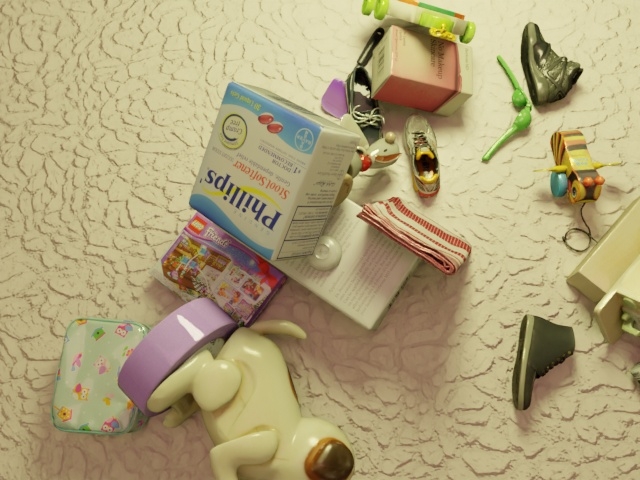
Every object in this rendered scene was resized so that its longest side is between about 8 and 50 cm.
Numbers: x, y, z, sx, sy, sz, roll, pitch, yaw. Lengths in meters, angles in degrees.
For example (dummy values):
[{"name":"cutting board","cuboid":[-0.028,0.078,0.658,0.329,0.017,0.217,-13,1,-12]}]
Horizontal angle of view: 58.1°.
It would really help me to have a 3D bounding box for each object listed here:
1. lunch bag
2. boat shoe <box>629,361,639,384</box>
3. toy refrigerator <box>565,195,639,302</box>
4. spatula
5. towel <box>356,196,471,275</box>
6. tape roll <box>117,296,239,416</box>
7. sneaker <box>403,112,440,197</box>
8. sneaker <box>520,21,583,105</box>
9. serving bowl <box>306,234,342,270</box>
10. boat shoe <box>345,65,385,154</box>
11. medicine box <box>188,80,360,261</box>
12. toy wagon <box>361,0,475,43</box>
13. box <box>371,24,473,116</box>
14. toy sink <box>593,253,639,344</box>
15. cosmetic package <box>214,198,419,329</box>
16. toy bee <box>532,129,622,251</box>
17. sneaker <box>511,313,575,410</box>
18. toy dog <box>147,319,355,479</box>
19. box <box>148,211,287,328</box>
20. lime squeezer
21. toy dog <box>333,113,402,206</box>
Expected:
[{"name":"lunch bag","cuboid":[-0.511,0.331,1.390,0.224,0.108,0.279,4,76,2]},{"name":"boat shoe","cuboid":[0.807,0.264,1.296,0.219,0.078,0.070,-33,79,0]},{"name":"toy refrigerator","cuboid":[0.714,0.017,1.360,0.094,0.102,0.269,42,81,15]},{"name":"spatula","cuboid":[0.100,-0.476,1.601,0.084,0.030,0.296,30,77,0]},{"name":"towel","cuboid":[0.231,-0.022,1.315,0.237,0.329,0.037,34,108,13]},{"name":"tape roll","cuboid":[-0.309,0.258,1.280,0.090,0.275,0.275,41,82,14]},{"name":"sneaker","cuboid":[0.269,-0.230,1.481,0.088,0.093,0.225,-12,72,2]},{"name":"sneaker","cuboid":[0.608,-0.473,1.523,0.130,0.087,0.227,-10,76,1]},{"name":"serving bowl","cuboid":[0.006,0.027,1.292,0.083,0.027,0.083,-2,80,9]},{"name":"boat shoe","cuboid":[0.121,-0.335,1.524,0.095,0.079,0.254,-5,83,-4]},{"name":"medicine box","cuboid":[-0.103,-0.144,1.210,0.263,0.149,0.289,32,109,28]},{"name":"toy wagon","cuboid":[0.264,-0.570,1.473,0.267,0.344,0.068,9,113,-16]},{"name":"box","cuboid":[0.260,-0.432,1.481,0.232,0.127,0.149,8,73,-17]},{"name":"toy sink","cuboid":[0.745,0.137,1.271,0.234,0.153,0.131,-45,37,-8]},{"name":"cosmetic package","cuboid":[0.000,0.000,1.395,0.453,0.161,0.230,34,88,14]},{"name":"toy bee","cuboid":[0.637,-0.151,1.387,0.195,0.162,0.298,-25,73,-3]},{"name":"sneaker","cuboid":[0.511,0.285,1.312,0.118,0.083,0.222,12,74,9]},{"name":"toy dog","cuboid":[-0.110,0.416,1.268,0.408,0.284,0.395,42,58,15]},{"name":"box","cuboid":[-0.259,0.089,1.460,0.293,0.057,0.201,35,82,14]},{"name":"lime squeezer","cuboid":[0.505,-0.351,1.523,0.110,0.059,0.310,1,73,37]},{"name":"toy dog","cuboid":[0.074,-0.216,1.336,0.220,0.161,0.334,28,39,7]}]
